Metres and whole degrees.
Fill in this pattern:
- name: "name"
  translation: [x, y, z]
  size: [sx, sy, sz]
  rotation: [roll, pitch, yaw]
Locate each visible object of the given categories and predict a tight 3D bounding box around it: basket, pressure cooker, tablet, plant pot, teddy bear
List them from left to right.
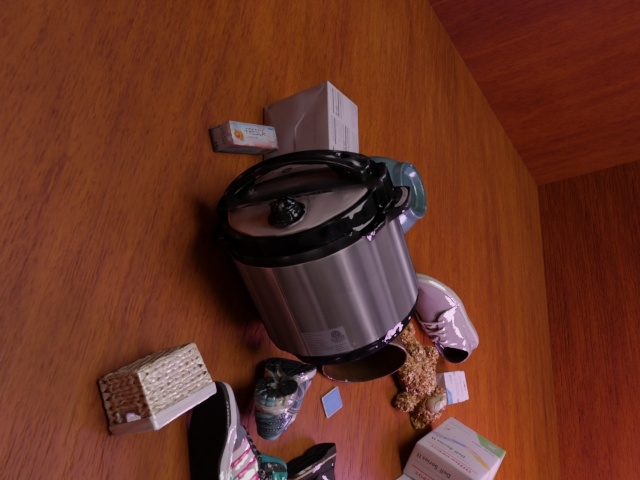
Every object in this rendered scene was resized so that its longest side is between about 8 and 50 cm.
- name: "basket"
  translation: [-0.282, 0.253, 1.161]
  size: [0.167, 0.113, 0.103]
  rotation: [-22, 95, -60]
- name: "pressure cooker"
  translation: [0.001, 0.003, 1.425]
  size: [0.370, 0.375, 0.420]
  rotation: [-32, 122, -17]
- name: "tablet"
  translation: [0.029, 0.410, 1.707]
  size: [0.083, 0.006, 0.054]
  rotation: [-19, 94, -58]
- name: "plant pot"
  translation: [0.096, 0.215, 1.734]
  size: [0.215, 0.215, 0.230]
  rotation: [39, 32, -45]
- name: "plant pot"
  translation: [0.198, -0.129, 2.029]
  size: [0.293, 0.196, 0.292]
  rotation: [30, 53, -50]
- name: "teddy bear"
  translation: [0.295, 0.411, 2.043]
  size: [0.245, 0.113, 0.337]
  rotation: [-17, 92, -57]

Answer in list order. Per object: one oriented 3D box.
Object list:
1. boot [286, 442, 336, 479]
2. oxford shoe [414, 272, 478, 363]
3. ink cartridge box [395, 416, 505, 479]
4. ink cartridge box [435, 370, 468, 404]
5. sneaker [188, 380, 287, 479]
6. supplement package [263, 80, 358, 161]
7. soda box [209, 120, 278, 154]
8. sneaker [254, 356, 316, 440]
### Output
- name: "boot"
  translation: [-0.010, 0.554, 1.523]
  size: [0.198, 0.077, 0.136]
  rotation: [-6, 88, -58]
- name: "oxford shoe"
  translation: [0.398, 0.267, 2.241]
  size: [0.449, 0.169, 0.130]
  rotation: [52, 57, -36]
- name: "ink cartridge box"
  translation: [0.384, 0.661, 1.968]
  size: [0.353, 0.207, 0.119]
  rotation: [-6, 121, -59]
- name: "ink cartridge box"
  translation: [0.436, 0.499, 2.281]
  size: [0.180, 0.060, 0.104]
  rotation: [13, 66, -56]
- name: "sneaker"
  translation: [-0.147, 0.415, 1.296]
  size: [0.178, 0.124, 0.295]
  rotation: [7, 79, -52]
- name: "supplement package"
  translation: [-0.023, -0.228, 1.699]
  size: [0.145, 0.204, 0.261]
  rotation: [28, 54, -50]
- name: "soda box"
  translation: [-0.177, -0.240, 1.590]
  size: [0.183, 0.063, 0.058]
  rotation: [-6, 83, -60]
- name: "sneaker"
  translation: [-0.088, 0.338, 1.459]
  size: [0.283, 0.110, 0.122]
  rotation: [-26, 126, -75]
